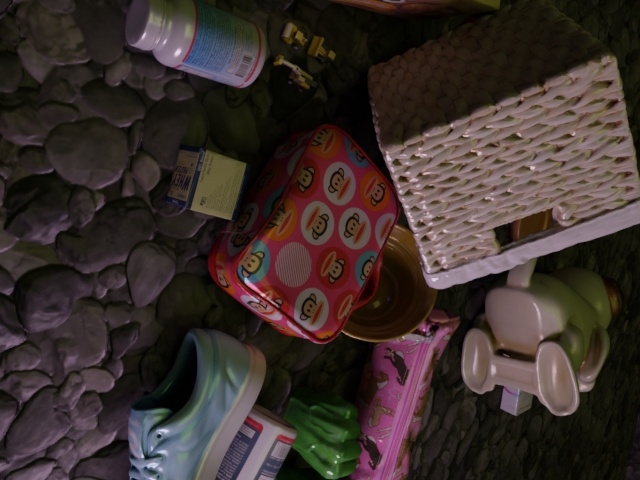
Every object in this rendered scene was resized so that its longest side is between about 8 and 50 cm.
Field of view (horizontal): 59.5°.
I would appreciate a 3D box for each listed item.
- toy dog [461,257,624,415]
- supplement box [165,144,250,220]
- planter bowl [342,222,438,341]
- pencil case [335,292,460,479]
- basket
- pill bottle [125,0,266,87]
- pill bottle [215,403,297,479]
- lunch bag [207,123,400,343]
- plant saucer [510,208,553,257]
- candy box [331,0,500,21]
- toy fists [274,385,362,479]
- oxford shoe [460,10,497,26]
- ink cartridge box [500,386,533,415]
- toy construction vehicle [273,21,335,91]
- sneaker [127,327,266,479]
[{"bbox_3d":[0.561,0.187,1.386,0.408,0.284,0.395,-11,91,-42],"label":"toy dog"},{"bbox_3d":[-0.154,-0.078,0.768,0.083,0.056,0.083,14,92,-44],"label":"supplement box"},{"bbox_3d":[0.088,0.076,0.979,0.217,0.217,0.090,-53,172,-19],"label":"planter bowl"},{"bbox_3d":[0.137,0.298,1.063,0.167,0.160,0.386,15,93,-56],"label":"pencil case"},{"bbox_3d":[0.260,-0.156,0.864,0.331,0.328,0.266,-90,154,-53],"label":"basket"},{"bbox_3d":[-0.154,-0.253,0.700,0.160,0.087,0.087,6,97,-43],"label":"pill bottle"},{"bbox_3d":[-0.123,0.356,0.880,0.108,0.108,0.180,40,74,-41],"label":"pill bottle"},{"bbox_3d":[0.000,0.000,0.855,0.258,0.120,0.293,42,68,-29],"label":"lunch bag"},{"bbox_3d":[0.543,-0.049,1.429,0.200,0.037,0.200,-14,111,-39],"label":"plant saucer"},{"bbox_3d":[0.108,-0.401,0.832,0.316,0.183,0.087,-6,104,-42],"label":"candy box"},{"bbox_3d":[-0.009,0.401,0.973,0.096,0.142,0.279,19,89,-44],"label":"toy fists"},{"bbox_3d":[0.277,-0.330,1.072,0.271,0.097,0.098,-47,134,-23],"label":"oxford shoe"},{"bbox_3d":[0.549,0.409,1.548,0.088,0.052,0.122,-4,103,-41],"label":"ink cartridge box"},{"bbox_3d":[-0.022,-0.277,0.850,0.098,0.035,0.086,29,81,-43],"label":"toy construction vehicle"},{"bbox_3d":[-0.221,0.287,0.770,0.150,0.135,0.366,38,67,-34],"label":"sneaker"}]
